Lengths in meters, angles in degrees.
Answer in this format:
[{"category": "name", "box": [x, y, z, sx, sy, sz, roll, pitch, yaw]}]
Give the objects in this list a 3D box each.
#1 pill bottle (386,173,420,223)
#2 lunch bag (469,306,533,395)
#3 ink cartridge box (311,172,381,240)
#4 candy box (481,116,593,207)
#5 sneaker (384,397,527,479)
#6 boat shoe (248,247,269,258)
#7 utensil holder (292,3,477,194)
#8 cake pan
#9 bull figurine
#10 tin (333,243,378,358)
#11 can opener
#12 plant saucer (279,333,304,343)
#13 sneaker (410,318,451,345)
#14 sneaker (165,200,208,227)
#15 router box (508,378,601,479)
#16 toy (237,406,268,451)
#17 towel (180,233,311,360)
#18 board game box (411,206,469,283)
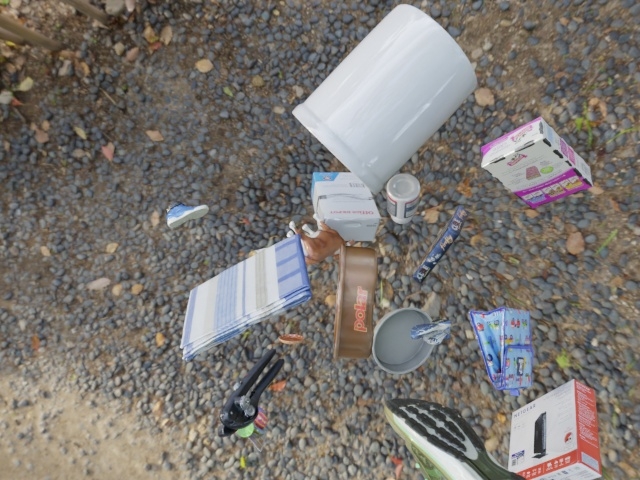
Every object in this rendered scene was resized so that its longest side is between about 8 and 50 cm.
[{"category": "pill bottle", "box": [0.277, -0.134, 1.461, 0.108, 0.180, 0.107, -3, 63, 7]}, {"category": "lunch bag", "box": [0.654, 0.393, 1.524, 0.138, 0.221, 0.292, -18, 68, 43]}, {"category": "ink cartridge box", "box": [0.093, -0.142, 1.768, 0.224, 0.307, 0.128, -1, 133, -11]}, {"category": "candy box", "box": [0.536, -0.184, 1.075, 0.159, 0.234, 0.071, -25, 46, 47]}, {"category": "sneaker", "box": [0.241, 0.457, 0.793, 0.410, 0.158, 0.181, 37, 112, 52]}, {"category": "boat shoe", "box": [-0.187, 0.152, 1.546, 0.098, 0.096, 0.276, 32, 133, 42]}, {"category": "utensil holder", "box": [0.171, -0.372, 1.172, 0.385, 0.328, 0.327, -45, 84, 11]}, {"category": "cake pan", "box": [0.340, 0.409, 1.796, 0.294, 0.054, 0.292, -4, 103, -18]}, {"category": "bull figurine", "box": [0.000, 0.000, 1.559, 0.188, 0.310, 0.101, 44, 113, 12]}, {"category": "tin", "box": [0.033, 0.060, 0.443, 0.040, 0.189, 0.106, 8, 88, 2]}, {"category": "can opener", "box": [-0.118, 0.254, 0.753, 0.073, 0.186, 0.059, -25, 106, 34]}, {"category": "plant saucer", "box": [-0.096, 0.328, 1.430, 0.084, 0.083, 0.013, 5, 94, 11]}, {"category": "sneaker", "box": [0.276, 0.233, 1.063, 0.052, 0.136, 0.057, -8, 88, 55]}, {"category": "sneaker", "box": [-0.474, -0.112, 1.522, 0.152, 0.058, 0.084, -24, 67, 4]}, {"category": "router box", "box": [0.782, 0.679, 1.472, 0.082, 0.301, 0.335, 30, 134, 3]}, {"category": "toy", "box": [-0.188, 0.494, 1.208, 0.056, 0.237, 0.137, -44, 83, -7]}, {"category": "towel", "box": [-0.152, 0.107, 0.873, 0.285, 0.209, 0.034, -28, 122, 7]}, {"category": "board game box", "box": [0.407, 0.016, 1.468, 0.042, 0.165, 0.243, 33, 130, 9]}]
